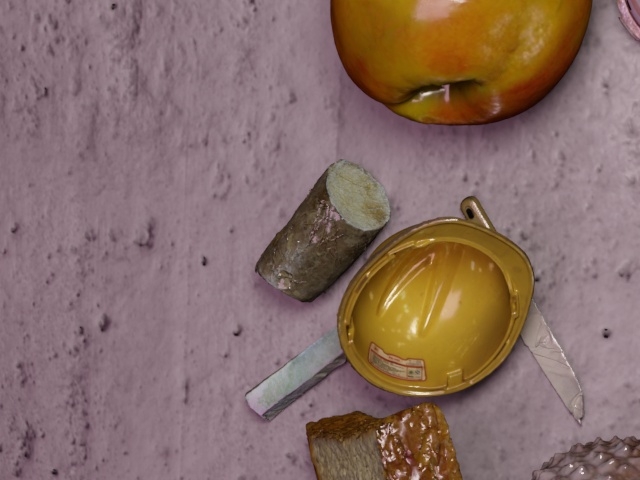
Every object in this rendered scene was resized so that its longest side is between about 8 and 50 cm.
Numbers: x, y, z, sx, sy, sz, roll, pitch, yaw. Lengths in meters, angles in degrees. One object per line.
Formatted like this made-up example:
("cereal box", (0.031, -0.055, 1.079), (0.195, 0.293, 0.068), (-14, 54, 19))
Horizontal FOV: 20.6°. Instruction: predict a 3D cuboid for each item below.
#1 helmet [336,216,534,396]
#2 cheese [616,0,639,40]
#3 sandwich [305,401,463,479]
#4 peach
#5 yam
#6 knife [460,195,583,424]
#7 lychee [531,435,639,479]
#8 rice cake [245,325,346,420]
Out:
("helmet", (0.133, 0.050, 2.054), (0.205, 0.140, 0.257), (26, 119, -12))
("cheese", (0.382, -0.320, 1.912), (0.189, 0.074, 0.286), (-35, 76, 27))
("sandwich", (0.093, 0.327, 2.046), (0.271, 0.099, 0.301), (71, 161, 1))
("peach", (0.156, -0.296, 1.936), (0.308, 0.308, 0.332), (0, 79, 31))
("yam", (0.000, 0.000, 2.158), (0.107, 0.107, 0.183), (49, 118, 18))
("knife", (0.238, 0.082, 2.069), (0.047, 0.017, 0.297), (-37, 77, 34))
("lychee", (0.324, 0.361, 1.896), (0.300, 0.300, 0.300), (3, 96, 31))
("rice cake", (-0.012, 0.158, 2.216), (0.211, 0.034, 0.043), (-39, 66, 28))
